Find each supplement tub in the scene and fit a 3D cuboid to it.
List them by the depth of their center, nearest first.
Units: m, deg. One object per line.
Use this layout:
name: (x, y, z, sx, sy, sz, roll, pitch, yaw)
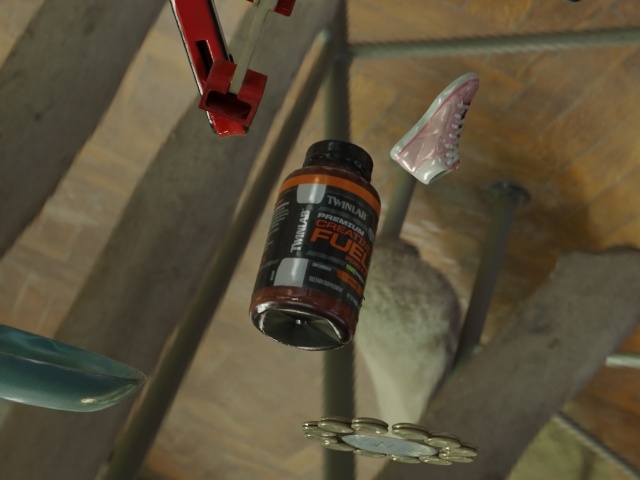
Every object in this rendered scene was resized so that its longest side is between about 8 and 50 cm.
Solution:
supplement tub: (0.000, 0.000, 1.200, 0.106, 0.198, 0.106, 10, 151, 5)

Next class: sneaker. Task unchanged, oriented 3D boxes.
sneaker: (0.145, -0.120, 1.377, 0.070, 0.134, 0.051, 48, -160, 17)

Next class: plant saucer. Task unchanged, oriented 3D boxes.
plant saucer: (-0.311, 0.096, 1.089, 0.318, 0.043, 0.317, 17, 177, 1)

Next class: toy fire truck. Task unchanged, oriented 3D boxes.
toy fire truck: (-0.039, -0.200, 0.977, 0.047, 0.135, 0.192, 20, 133, -5)

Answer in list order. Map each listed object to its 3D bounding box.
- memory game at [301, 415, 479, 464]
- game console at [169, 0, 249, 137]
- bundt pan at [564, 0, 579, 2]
memory game: (0.070, 0.204, 1.261, 0.186, 0.012, 0.186, 8, 161, 3)
game console: (-0.181, -0.374, 1.824, 0.060, 0.342, 0.386, -13, 125, 2)
bundt pan: (0.184, -0.338, 0.889, 0.331, 0.331, 0.124, 26, -175, -13)
